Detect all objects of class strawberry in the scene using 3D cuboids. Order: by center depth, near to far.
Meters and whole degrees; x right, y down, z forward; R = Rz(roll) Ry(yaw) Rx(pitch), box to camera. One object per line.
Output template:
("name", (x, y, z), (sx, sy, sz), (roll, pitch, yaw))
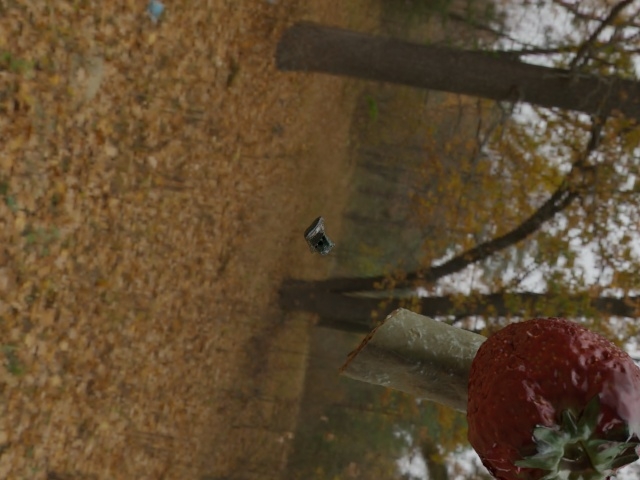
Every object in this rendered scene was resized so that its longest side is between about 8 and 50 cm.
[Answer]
("strawberry", (0.326, 0.216, 1.153), (0.277, 0.257, 0.257), (-88, -175, -50))

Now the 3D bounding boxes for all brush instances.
("brush", (0.000, 0.000, 1.050), (0.034, 0.027, 0.190), (-50, 174, -5))

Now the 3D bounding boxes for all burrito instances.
("burrito", (0.184, 0.205, 1.356), (0.105, 0.299, 0.143), (-55, 160, -61))
